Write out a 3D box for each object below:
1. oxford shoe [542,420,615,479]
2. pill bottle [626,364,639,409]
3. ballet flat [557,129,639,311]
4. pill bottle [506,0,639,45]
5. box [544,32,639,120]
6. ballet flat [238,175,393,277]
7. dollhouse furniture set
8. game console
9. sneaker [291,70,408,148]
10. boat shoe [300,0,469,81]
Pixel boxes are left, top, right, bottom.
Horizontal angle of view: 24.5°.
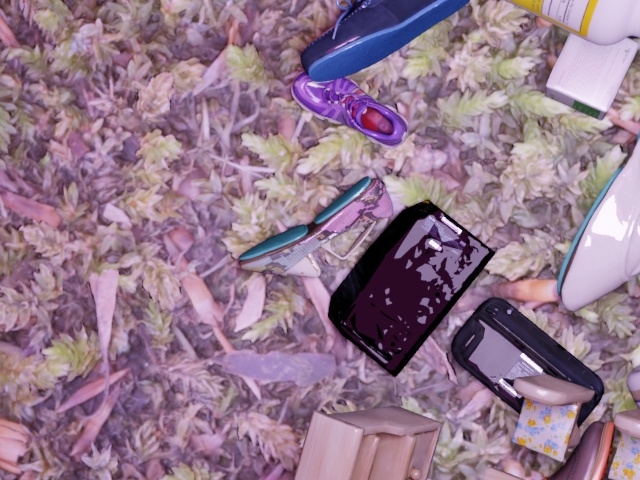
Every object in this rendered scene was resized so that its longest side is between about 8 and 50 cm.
[{"bbox_3d":[0.291,0.341,1.892,0.098,0.097,0.271,29,92,13],"label":"oxford shoe"},{"bbox_3d":[0.505,0.257,1.837,0.153,0.153,0.264,-26,86,6],"label":"pill bottle"},{"bbox_3d":[0.437,-0.074,1.854,0.139,0.139,0.400,28,89,7],"label":"ballet flat"},{"bbox_3d":[0.311,-0.354,1.783,0.334,0.188,0.188,29,92,13],"label":"pill bottle"},{"bbox_3d":[0.348,-0.220,1.894,0.087,0.101,0.102,26,92,8],"label":"box"},{"bbox_3d":[0.000,0.000,1.952,0.221,0.077,0.079,-32,104,5],"label":"ballet flat"},{"bbox_3d":[0.191,0.338,1.757,0.394,0.256,0.362,18,96,27],"label":"dollhouse furniture set"},{"bbox_3d":[0.199,0.128,1.934,0.361,0.044,0.213,40,95,7],"label":"game console"},{"bbox_3d":[0.041,-0.181,1.947,0.170,0.071,0.068,26,92,8],"label":"sneaker"},{"bbox_3d":[0.081,-0.298,1.942,0.258,0.109,0.089,-29,75,-12],"label":"boat shoe"}]
